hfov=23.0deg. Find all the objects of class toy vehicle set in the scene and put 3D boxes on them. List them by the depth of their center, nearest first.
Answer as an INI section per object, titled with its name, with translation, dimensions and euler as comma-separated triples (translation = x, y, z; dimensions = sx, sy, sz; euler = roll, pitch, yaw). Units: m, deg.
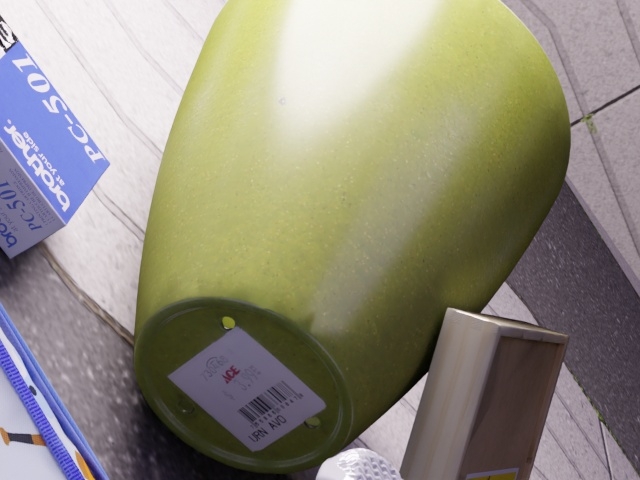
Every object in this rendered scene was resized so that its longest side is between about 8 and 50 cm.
[toy vehicle set]
translation = 0.086, 0.179, 1.003
dimensions = 0.166, 0.035, 0.267
euler = 16, 90, -66

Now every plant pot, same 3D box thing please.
[plant pot]
translation = 0.000, 0.000, 1.014
dimensions = 0.275, 0.274, 0.293
euler = 53, 36, -21

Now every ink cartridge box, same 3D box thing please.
[ink cartridge box]
translation = -0.209, -0.099, 0.898
dimensions = 0.207, 0.046, 0.097
euler = 55, 21, -16

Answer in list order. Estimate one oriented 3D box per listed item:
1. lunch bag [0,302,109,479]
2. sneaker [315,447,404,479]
[lunch bag]
translation = -0.185, 0.072, 0.611
dimensions = 0.303, 0.115, 0.243
euler = 61, 16, -1
[sneaker]
translation = -0.028, 0.223, 0.713
dimensions = 0.101, 0.153, 0.269
euler = 45, 36, -37
